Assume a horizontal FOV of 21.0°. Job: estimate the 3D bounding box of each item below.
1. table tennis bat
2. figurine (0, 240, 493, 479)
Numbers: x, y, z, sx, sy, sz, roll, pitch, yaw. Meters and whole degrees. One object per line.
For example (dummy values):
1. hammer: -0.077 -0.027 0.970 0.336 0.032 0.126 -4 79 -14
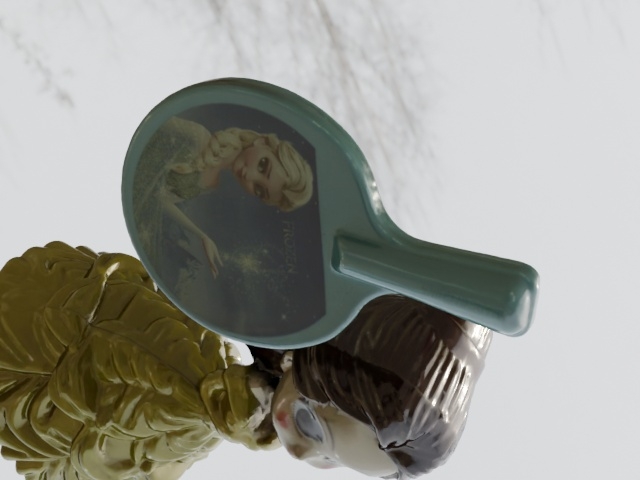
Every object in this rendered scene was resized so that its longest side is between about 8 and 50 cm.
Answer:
1. table tennis bat: 0.000 0.000 0.889 0.237 0.149 0.038 18 -153 20
2. figurine: -0.050 0.092 1.060 0.315 0.187 0.168 1 -156 41
